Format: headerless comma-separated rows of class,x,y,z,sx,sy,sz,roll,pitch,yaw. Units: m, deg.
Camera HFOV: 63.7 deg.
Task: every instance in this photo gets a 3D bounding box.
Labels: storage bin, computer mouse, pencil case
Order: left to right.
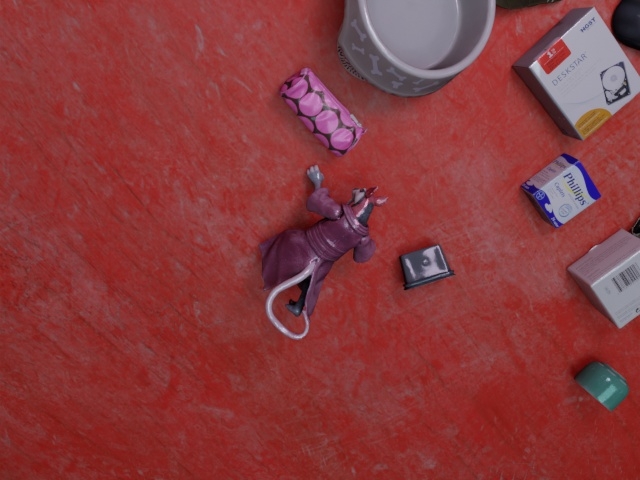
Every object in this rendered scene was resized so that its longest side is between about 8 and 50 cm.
pencil case,0.006,-0.293,1.167,0.209,0.095,0.098,42,138,-21
storage bin,0.270,0.067,1.346,0.135,0.098,0.091,-16,85,2
computer mouse,0.802,-0.482,1.173,0.272,0.072,0.188,15,111,-11

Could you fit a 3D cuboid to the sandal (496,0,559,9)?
sandal,0.444,-0.556,1.121,0.219,0.060,0.090,-12,120,-16

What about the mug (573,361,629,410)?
mug,0.834,0.418,1.527,0.129,0.158,0.097,40,98,5

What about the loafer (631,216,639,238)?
loafer,0.904,-0.090,1.331,0.087,0.094,0.251,20,109,-17

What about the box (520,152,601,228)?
box,0.606,-0.125,1.301,0.137,0.072,0.126,-39,111,10

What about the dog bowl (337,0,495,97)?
dog bowl,0.198,-0.474,1.040,0.349,0.102,0.349,-2,96,-18

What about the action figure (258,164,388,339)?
action figure,0.000,0.000,1.202,0.248,0.276,0.370,41,117,-13

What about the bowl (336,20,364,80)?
bowl,0.123,-0.430,1.126,0.170,0.080,0.170,-2,113,-4

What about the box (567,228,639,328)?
box,0.807,0.102,1.388,0.181,0.119,0.182,-39,111,10

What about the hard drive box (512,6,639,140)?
hard drive box,0.592,-0.379,1.187,0.181,0.089,0.232,-44,109,12
